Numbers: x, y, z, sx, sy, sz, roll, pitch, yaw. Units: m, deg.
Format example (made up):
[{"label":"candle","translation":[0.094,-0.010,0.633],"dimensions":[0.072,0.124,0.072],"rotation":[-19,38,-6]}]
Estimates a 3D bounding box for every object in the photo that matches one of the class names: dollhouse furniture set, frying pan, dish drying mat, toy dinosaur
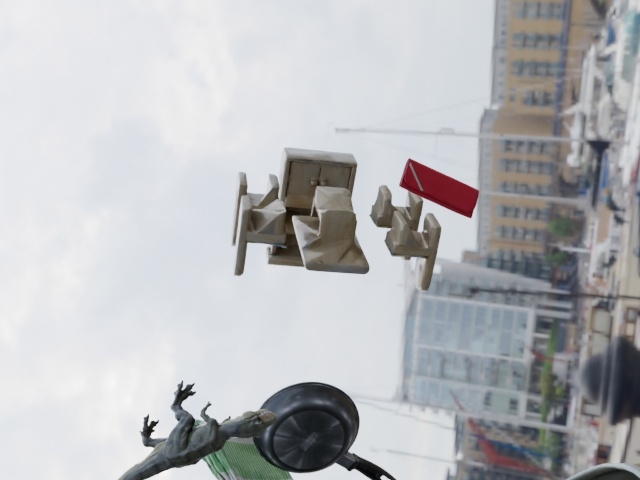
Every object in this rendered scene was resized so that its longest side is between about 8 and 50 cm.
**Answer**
[{"label":"dollhouse furniture set","translation":[0.000,0.000,1.704],"dimensions":[0.394,0.362,0.256],"rotation":[-108,24,-64]},{"label":"frying pan","translation":[0.003,0.395,1.549],"dimensions":[0.326,0.197,0.053],"rotation":[63,-177,-25]},{"label":"dish drying mat","translation":[0.118,-0.051,0.835],"dimensions":[0.008,0.083,0.032],"rotation":[-25,44,67]},{"label":"toy dinosaur","translation":[-0.197,0.269,1.151],"dimensions":[0.118,0.268,0.064],"rotation":[60,180,44]}]

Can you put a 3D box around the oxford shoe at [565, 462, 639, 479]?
[{"label":"oxford shoe","translation":[0.168,0.345,0.733],"dimensions":[0.130,0.449,0.169],"rotation":[34,-163,-34]}]

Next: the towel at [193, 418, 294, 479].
[{"label":"towel","translation":[-0.084,0.449,1.494],"dimensions":[0.038,0.325,0.248],"rotation":[-48,-31,8]}]
